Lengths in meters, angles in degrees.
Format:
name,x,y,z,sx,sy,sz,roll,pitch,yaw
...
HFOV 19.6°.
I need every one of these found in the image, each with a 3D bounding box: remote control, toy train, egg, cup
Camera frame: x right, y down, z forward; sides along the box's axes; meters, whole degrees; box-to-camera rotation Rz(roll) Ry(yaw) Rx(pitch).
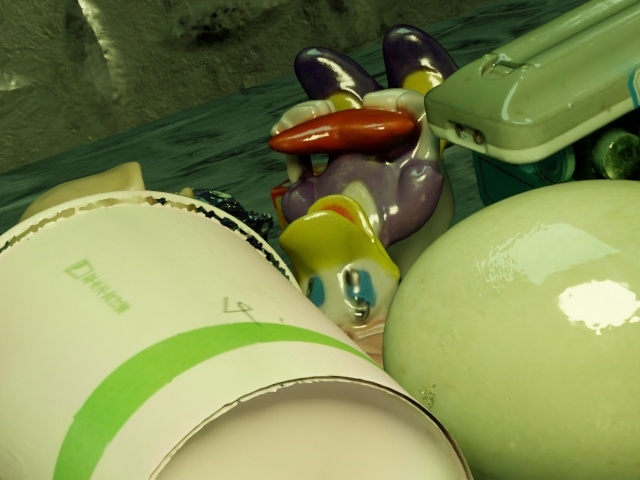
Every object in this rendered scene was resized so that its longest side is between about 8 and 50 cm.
name,x,y,z,sx,sy,sz,roll,pitch,yaw
remote control,0.237,-0.158,1.447,0.335,0.065,0.128,-29,29,-27
toy train,0.207,-0.066,1.535,0.112,0.163,0.203,-21,28,-18
egg,0.157,0.060,1.003,0.253,0.186,0.186,-3,12,-1
cup,-0.060,0.121,0.952,0.253,0.253,0.274,-21,21,-21

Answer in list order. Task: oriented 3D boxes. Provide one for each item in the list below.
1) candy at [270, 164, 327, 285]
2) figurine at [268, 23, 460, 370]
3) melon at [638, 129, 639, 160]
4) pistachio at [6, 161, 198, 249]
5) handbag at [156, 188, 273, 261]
name,x,y,z,sx,sy,sz,roll,pitch,yaw
candy,0.000,0.000,1.646,0.038,0.122,0.062,-7,17,33
figurine,0.036,-0.022,1.511,0.154,0.193,0.421,-9,24,18
melon,0.325,-0.069,1.344,0.182,0.182,0.288,-10,-6,29
pistachio,-0.174,0.046,1.546,0.193,0.214,0.318,26,-6,-10
handbag,-0.176,0.011,1.855,0.260,0.113,0.162,-15,16,-30
